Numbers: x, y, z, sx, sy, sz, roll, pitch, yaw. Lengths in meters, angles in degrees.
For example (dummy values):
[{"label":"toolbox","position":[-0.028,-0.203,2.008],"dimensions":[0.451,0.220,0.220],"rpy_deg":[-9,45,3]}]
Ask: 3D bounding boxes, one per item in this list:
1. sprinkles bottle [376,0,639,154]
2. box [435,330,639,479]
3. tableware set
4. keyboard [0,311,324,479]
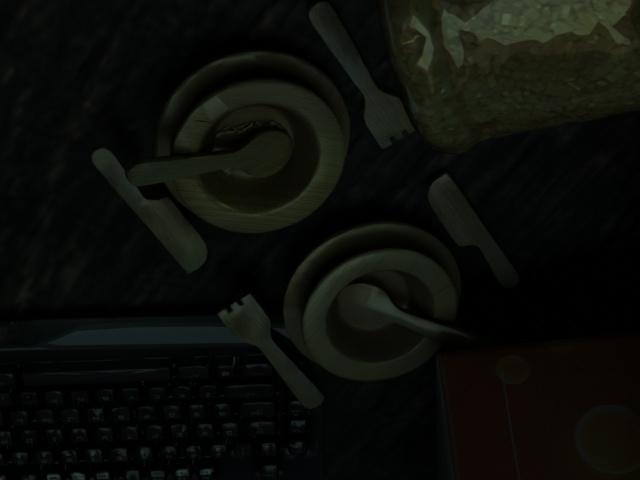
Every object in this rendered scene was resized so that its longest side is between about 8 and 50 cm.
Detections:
[{"label":"sprinkles bottle","position":[0.198,-0.119,0.461],"dimensions":[0.355,0.121,0.121],"rpy_deg":[-10,129,14]},{"label":"box","position":[0.237,0.162,0.630],"dimensions":[0.345,0.215,0.168],"rpy_deg":[-7,148,2]},{"label":"tableware set","position":[0.000,0.000,0.607],"dimensions":[0.128,0.039,0.194],"rpy_deg":[-33,124,8]},{"label":"keyboard","position":[-0.156,0.121,0.717],"dimensions":[0.317,0.033,0.201],"rpy_deg":[-2,129,-1]}]
